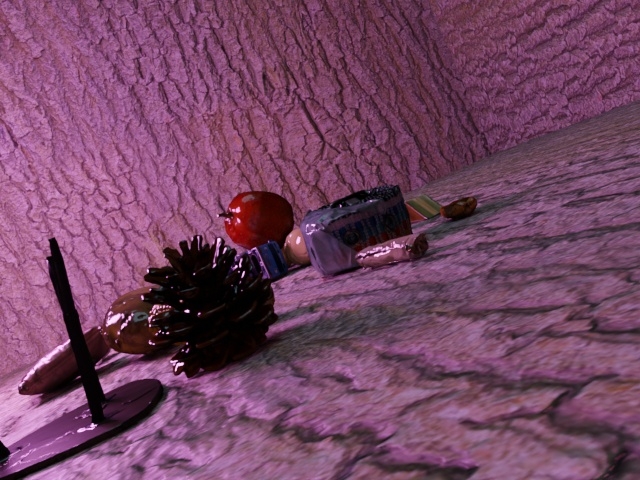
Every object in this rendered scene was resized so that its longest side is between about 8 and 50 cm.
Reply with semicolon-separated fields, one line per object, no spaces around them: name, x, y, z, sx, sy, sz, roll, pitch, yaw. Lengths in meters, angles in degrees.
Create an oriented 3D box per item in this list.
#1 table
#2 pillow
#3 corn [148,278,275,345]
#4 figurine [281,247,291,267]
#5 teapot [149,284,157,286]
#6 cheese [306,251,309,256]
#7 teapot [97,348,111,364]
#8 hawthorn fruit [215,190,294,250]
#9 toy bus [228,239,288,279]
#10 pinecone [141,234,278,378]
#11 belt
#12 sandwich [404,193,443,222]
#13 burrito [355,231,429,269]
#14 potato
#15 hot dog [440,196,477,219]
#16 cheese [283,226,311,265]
table;-0.394;0.152;0.876;0.318;0.248;0.317;-24;3;1
pillow;-0.593;0.285;1.464;0.223;0.084;0.236;-35;-2;-23
corn;-0.213;0.139;1.169;0.311;0.101;0.101;-13;9;35
figurine;-0.169;0.056;2.103;0.247;0.131;0.156;-27;-31;-29
teapot;-0.500;0.207;1.857;0.204;0.139;0.298;-18;3;43
cheese;0.044;0.022;1.727;0.171;0.047;0.092;-22;4;23
teapot;-0.642;0.304;1.698;0.145;0.092;0.226;-27;7;-34
hawthorn fruit;-0.211;-0.066;1.971;0.254;0.204;0.205;17;-20;-30
toy bus;-0.215;0.088;1.911;0.234;0.116;0.134;-24;-1;40
pinecone;-0.170;0.089;0.913;0.208;0.207;0.208;-24;3;1
belt;0.079;-0.025;1.366;0.258;0.149;0.207;-26;14;-31
sandwich;0.298;-0.067;1.738;0.074;0.074;0.116;-24;35;-15
burrito;0.126;0.020;1.132;0.186;0.045;0.041;-16;43;55
potato;-0.385;0.181;1.386;0.192;0.141;0.296;-13;4;-11
hot dog;0.309;-0.070;1.404;0.062;0.038;0.144;-27;1;-9
cheese;0.000;0.000;1.927;0.226;0.117;0.214;-19;-2;-20
